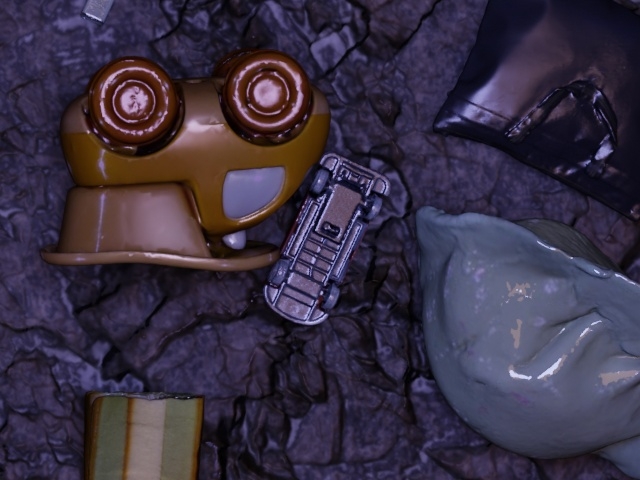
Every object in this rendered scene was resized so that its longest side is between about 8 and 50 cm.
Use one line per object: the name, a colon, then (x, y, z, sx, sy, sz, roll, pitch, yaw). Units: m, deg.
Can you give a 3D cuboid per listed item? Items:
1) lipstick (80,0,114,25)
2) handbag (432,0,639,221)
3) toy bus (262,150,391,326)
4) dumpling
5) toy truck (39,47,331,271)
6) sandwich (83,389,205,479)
lipstick: (-0.209, -0.270, 1.922, 0.025, 0.025, 0.107, 25, 81, -9)
handbag: (0.261, -0.158, 1.969, 0.254, 0.089, 0.211, 25, 86, -13)
toy bus: (0.000, 0.000, 1.937, 0.079, 0.077, 0.174, 25, 89, -9)
dumpling: (0.237, 0.082, 1.924, 0.321, 0.212, 0.270, 15, 127, -22)
toy truck: (-0.132, -0.079, 1.851, 0.288, 0.204, 0.211, -3, 95, -9)
sandwich: (-0.178, 0.236, 1.886, 0.117, 0.144, 0.187, 1, 92, -6)
